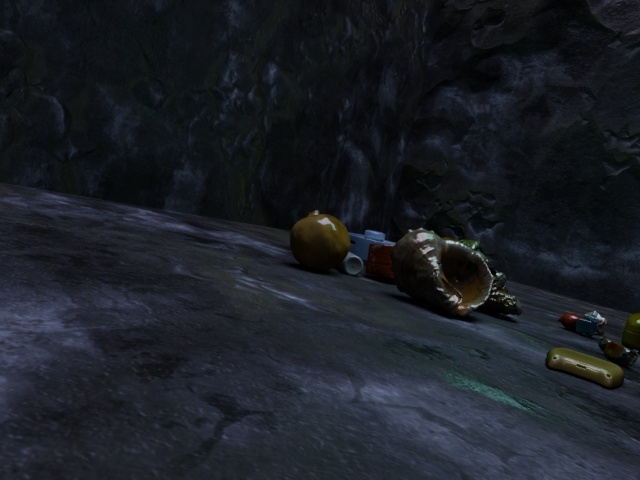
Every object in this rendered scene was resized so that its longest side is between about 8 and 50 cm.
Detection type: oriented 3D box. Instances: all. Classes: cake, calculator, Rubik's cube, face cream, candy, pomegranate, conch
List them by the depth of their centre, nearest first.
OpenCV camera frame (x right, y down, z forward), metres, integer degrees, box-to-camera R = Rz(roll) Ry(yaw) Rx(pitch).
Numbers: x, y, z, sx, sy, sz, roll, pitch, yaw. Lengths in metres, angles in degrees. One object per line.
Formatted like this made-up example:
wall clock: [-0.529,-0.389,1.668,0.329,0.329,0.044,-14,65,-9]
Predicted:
calculator: [0.602,0.280,1.093,0.157,0.033,0.237,14,2,33]
candy: [0.802,0.302,1.290,0.047,0.053,0.182,26,4,3]
conch: [0.384,0.122,1.544,0.298,0.209,0.352,-3,52,-13]
Rubik's cube: [1.000,0.300,1.760,0.073,0.084,0.075,2,27,-49]
pomegranate: [0.000,0.007,1.768,0.233,0.232,0.233,13,4,-1]
cake: [0.306,0.098,1.961,0.283,0.150,0.177,9,-8,-32]
face cream: [0.101,0.083,1.963,0.082,0.081,0.269,12,3,-12]

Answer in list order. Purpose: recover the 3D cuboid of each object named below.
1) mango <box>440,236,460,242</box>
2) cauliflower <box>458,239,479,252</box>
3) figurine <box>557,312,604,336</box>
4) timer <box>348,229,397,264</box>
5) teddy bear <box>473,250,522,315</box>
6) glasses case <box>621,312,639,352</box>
mango: [0.637,0.107,2.379,0.264,0.220,0.378,16,13,6]
cauliflower: [0.571,0.093,2.018,0.273,0.250,0.275,15,22,-44]
figurine: [0.900,0.292,1.670,0.075,0.068,0.140,6,0,-33]
timer: [0.281,0.039,2.515,0.396,0.173,0.395,13,3,-1]
teddy bear: [0.606,0.176,1.730,0.256,0.156,0.267,5,48,-57]
glasses case: [1.170,0.324,1.506,0.372,0.140,0.173,16,4,32]
